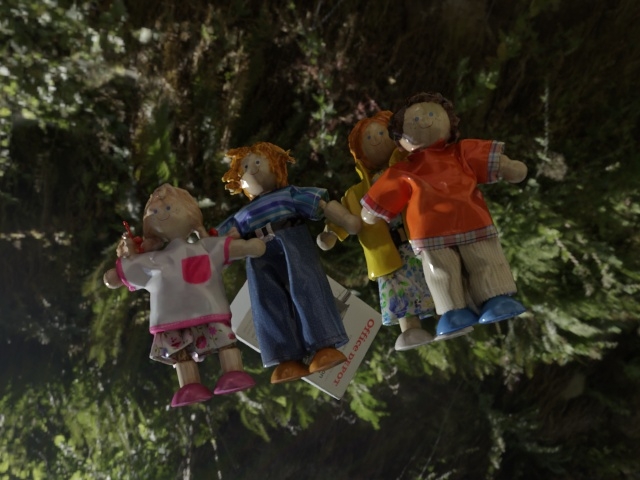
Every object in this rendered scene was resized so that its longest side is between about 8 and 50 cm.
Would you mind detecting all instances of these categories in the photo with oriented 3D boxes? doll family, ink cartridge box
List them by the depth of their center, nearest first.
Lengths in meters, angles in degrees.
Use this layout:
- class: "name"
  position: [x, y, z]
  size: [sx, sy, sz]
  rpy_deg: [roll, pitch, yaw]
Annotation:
- class: "doll family"
  position: [0.000, 0.000, 0.406]
  size: [0.262, 0.163, 0.118]
  rpy_deg: [-17, 166, 11]
- class: "ink cartridge box"
  position: [-0.017, 0.090, 0.686]
  size: [0.150, 0.109, 0.063]
  rpy_deg: [36, 166, -22]
